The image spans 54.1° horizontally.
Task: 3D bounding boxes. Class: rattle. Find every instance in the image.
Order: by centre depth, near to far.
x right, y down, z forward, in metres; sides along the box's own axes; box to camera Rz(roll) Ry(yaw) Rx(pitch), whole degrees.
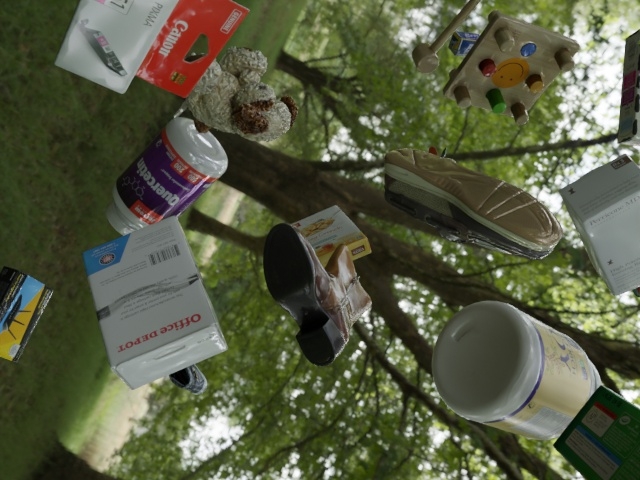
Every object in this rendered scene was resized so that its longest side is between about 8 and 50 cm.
[{"bbox_3d":[0.385,-0.212,2.045,0.130,0.143,0.200,-25,-160,11],"label":"rattle"}]

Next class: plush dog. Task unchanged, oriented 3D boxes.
[{"bbox_3d":[-0.172,-0.290,1.379,0.262,0.225,0.211,-35,150,-56],"label":"plush dog"}]

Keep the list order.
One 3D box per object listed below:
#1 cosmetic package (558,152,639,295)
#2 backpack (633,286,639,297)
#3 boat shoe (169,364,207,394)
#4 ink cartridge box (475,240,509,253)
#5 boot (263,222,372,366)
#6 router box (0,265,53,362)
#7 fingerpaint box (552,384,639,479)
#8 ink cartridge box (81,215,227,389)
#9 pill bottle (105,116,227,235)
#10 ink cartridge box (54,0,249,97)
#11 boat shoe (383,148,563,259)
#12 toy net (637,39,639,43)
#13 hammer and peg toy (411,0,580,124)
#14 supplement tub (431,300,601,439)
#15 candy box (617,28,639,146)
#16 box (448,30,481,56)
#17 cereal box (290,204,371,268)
[{"bbox_3d":[0.482,-0.018,1.008,0.117,0.231,0.086,-32,-137,15],"label":"cosmetic package"},{"bbox_3d":[0.693,0.043,1.180,0.158,0.173,0.117,157,-72,-74],"label":"backpack"},{"bbox_3d":[-0.349,0.295,1.519,0.065,0.183,0.083,-47,151,-6],"label":"boat shoe"},{"bbox_3d":[0.450,-0.039,1.588,0.175,0.072,0.128,12,96,-61],"label":"ink cartridge box"},{"bbox_3d":[0.015,0.058,1.168,0.096,0.264,0.280,-23,-171,26],"label":"boot"},{"bbox_3d":[-0.676,0.162,1.368,0.133,0.046,0.179,63,44,-64],"label":"router box"},{"bbox_3d":[0.632,0.448,0.972,0.163,0.371,0.445,-53,-178,3],"label":"fingerpaint box"},{"bbox_3d":[-0.359,0.130,1.354,0.129,0.223,0.308,80,-15,-55],"label":"ink cartridge box"},{"bbox_3d":[-0.398,-0.147,1.591,0.323,0.181,0.181,-41,-164,21],"label":"pill bottle"},{"bbox_3d":[-0.289,-0.340,1.053,0.275,0.238,0.060,-34,-137,48],"label":"ink cartridge box"},{"bbox_3d":[0.203,-0.043,0.890,0.102,0.285,0.092,-28,136,-38],"label":"boat shoe"},{"bbox_3d":[0.638,-0.407,1.132,0.232,0.045,0.122,-36,159,-54],"label":"toy net"},{"bbox_3d":[0.430,-0.442,1.558,0.266,0.361,0.127,125,-31,-46],"label":"hammer and peg toy"},{"bbox_3d":[0.420,0.283,1.320,0.241,0.331,0.241,-27,-129,38],"label":"supplement tub"},{"bbox_3d":[0.719,-0.312,1.308,0.071,0.159,0.234,127,-30,-85],"label":"candy box"},{"bbox_3d":[0.462,-0.565,1.822,0.059,0.168,0.054,-108,-155,-46],"label":"box"},{"bbox_3d":[0.000,0.000,1.483,0.172,0.047,0.240,-23,-154,-7],"label":"cereal box"}]
